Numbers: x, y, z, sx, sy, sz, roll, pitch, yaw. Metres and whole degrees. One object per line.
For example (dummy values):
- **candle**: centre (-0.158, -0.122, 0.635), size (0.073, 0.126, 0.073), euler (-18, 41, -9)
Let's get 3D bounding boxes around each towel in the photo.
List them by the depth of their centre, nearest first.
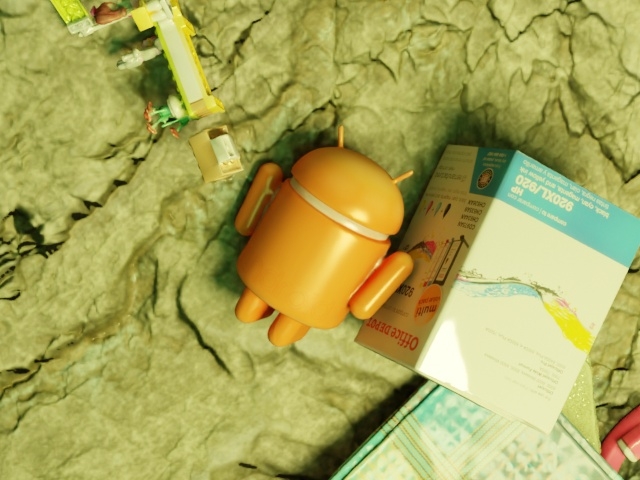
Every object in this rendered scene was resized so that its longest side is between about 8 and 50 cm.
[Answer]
- **towel**: centre (0.139, 0.315, 1.499), size (0.370, 0.040, 0.271), euler (-43, 92, -9)
- **towel**: centre (0.264, 0.199, 1.582), size (0.110, 0.027, 0.148), euler (-14, 113, -6)

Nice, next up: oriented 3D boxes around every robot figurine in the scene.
- **robot figurine**: centre (0.002, 0.001, 1.390), size (0.128, 0.158, 0.219), euler (22, 105, -37)

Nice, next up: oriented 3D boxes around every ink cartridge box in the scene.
- **ink cartridge box**: centre (0.176, 0.045, 1.393), size (0.168, 0.171, 0.233), euler (26, 87, -20)

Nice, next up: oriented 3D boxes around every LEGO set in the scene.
- **LEGO set**: centre (-0.175, -0.177, 1.289), size (0.107, 0.132, 0.287), euler (-21, 121, 6)

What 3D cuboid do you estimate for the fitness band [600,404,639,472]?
- **fitness band**: centre (0.456, 0.258, 1.636), size (0.290, 0.054, 0.209), euler (-35, 115, 4)
